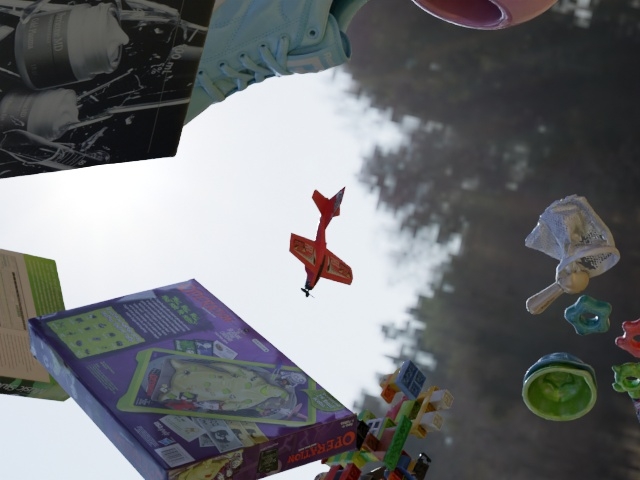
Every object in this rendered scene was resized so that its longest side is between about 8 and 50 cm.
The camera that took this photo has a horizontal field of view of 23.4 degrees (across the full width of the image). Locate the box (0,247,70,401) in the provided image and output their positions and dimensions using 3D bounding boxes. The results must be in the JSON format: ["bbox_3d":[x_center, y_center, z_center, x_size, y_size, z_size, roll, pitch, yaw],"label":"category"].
[{"bbox_3d":[-0.509,0.114,2.309,0.322,0.058,0.232,15,-130,-48],"label":"box"}]

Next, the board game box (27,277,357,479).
[{"bbox_3d":[-0.140,0.144,1.580,0.208,0.347,0.056,-17,-60,-26],"label":"board game box"}]

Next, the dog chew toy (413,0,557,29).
[{"bbox_3d":[0.189,-0.386,1.562,0.206,0.206,0.332,65,-138,-73],"label":"dog chew toy"}]

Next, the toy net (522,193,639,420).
[{"bbox_3d":[0.241,0.065,1.371,0.045,0.122,0.232,-74,-18,-50],"label":"toy net"}]

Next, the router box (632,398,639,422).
[{"bbox_3d":[0.360,0.171,1.521,0.092,0.038,0.122,-42,-52,-26],"label":"router box"}]

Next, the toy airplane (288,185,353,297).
[{"bbox_3d":[0.000,0.000,1.951,0.151,0.028,0.151,-14,-73,-52],"label":"toy airplane"}]

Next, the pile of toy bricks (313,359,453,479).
[{"bbox_3d":[0.046,0.223,1.660,0.118,0.105,0.212,48,-130,-25],"label":"pile of toy bricks"}]

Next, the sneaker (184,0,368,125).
[{"bbox_3d":[-0.050,-0.224,1.668,0.366,0.150,0.135,-45,-20,7],"label":"sneaker"}]

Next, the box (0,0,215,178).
[{"bbox_3d":[-0.264,-0.220,1.301,0.343,0.312,0.179,111,143,-53],"label":"box"}]

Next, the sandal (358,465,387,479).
[{"bbox_3d":[0.057,0.313,1.814,0.254,0.054,0.097,-24,-94,-58],"label":"sandal"}]
